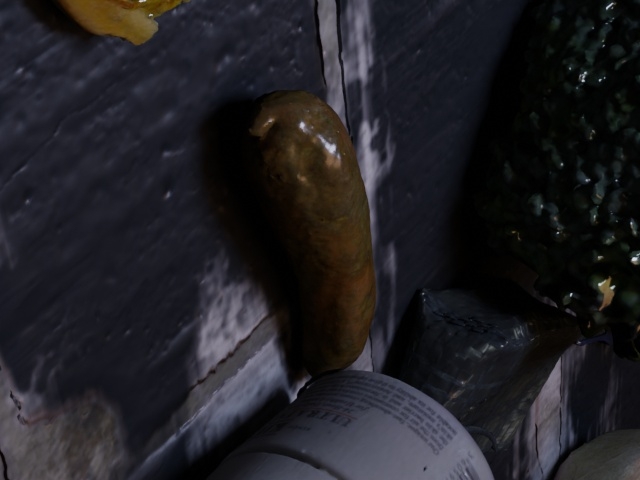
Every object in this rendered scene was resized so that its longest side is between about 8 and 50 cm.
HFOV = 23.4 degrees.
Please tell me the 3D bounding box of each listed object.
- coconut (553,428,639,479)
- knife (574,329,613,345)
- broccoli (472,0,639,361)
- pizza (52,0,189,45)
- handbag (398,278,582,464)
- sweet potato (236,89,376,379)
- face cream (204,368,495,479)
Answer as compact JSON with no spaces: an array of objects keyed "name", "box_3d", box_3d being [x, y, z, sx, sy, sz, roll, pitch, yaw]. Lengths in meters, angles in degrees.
[{"name":"coconut","box_3d":[0.336,0.301,1.625,0.224,0.224,0.234,-46,144,-37]},{"name":"knife","box_3d":[0.284,0.096,1.598,0.121,0.018,0.031,-4,109,-56]},{"name":"broccoli","box_3d":[0.288,-0.068,1.279,0.281,0.293,0.347,7,63,-56]},{"name":"pizza","box_3d":[-0.071,-0.197,0.812,0.262,0.034,0.181,-23,125,-53]},{"name":"handbag","box_3d":[0.129,0.127,1.305,0.270,0.089,0.175,-5,119,-59]},{"name":"sweet potato","box_3d":[0.000,0.000,1.019,0.075,0.075,0.273,-53,151,-28]},{"name":"face cream","box_3d":[0.013,0.195,1.042,0.153,0.177,0.177,-40,139,-45]}]
